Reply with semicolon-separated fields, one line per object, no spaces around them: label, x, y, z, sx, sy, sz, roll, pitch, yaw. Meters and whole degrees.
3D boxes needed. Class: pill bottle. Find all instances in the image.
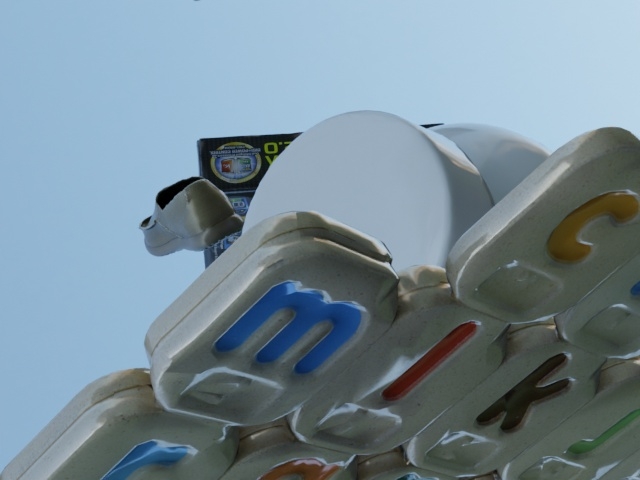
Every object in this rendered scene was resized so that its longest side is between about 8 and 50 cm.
pill bottle;0.100;0.035;0.745;0.301;0.169;0.169;21;-114;-49

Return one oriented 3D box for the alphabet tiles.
alphabet tiles;0.037;0.074;0.485;0.284;0.278;0.021;21;-147;-45

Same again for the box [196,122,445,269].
box;0.000;0.000;1.273;0.270;0.216;0.060;94;172;-58

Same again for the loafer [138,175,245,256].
loafer;-0.098;-0.021;1.025;0.056;0.148;0.050;-24;-82;-26
